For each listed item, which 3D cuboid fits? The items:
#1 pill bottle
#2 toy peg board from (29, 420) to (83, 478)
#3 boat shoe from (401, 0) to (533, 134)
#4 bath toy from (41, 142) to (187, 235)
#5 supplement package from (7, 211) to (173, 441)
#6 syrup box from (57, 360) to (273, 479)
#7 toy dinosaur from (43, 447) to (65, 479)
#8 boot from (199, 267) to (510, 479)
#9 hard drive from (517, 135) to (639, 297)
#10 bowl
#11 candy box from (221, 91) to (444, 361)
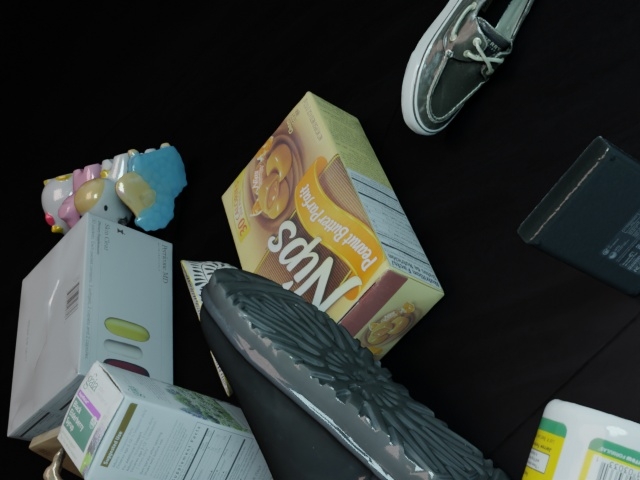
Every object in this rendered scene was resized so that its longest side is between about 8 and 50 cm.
[{"bbox_3d":[0.185,0.228,0.703,0.117,0.117,0.208,10,79,55],"label":"pill bottle"},{"bbox_3d":[-0.249,0.248,1.253,0.161,0.160,0.079,-27,35,43],"label":"toy peg board"},{"bbox_3d":[0.157,-0.207,1.027,0.070,0.077,0.219,31,94,57],"label":"boat shoe"},{"bbox_3d":[-0.346,-0.059,1.585,0.348,0.151,0.129,-8,98,53],"label":"bath toy"},{"bbox_3d":[-0.321,0.134,1.412,0.204,0.145,0.262,-38,44,36],"label":"supplement package"},{"bbox_3d":[-0.142,0.214,1.044,0.093,0.236,0.096,28,93,55],"label":"syrup box"},{"bbox_3d":[-0.214,0.325,1.055,0.200,0.296,0.127,40,84,11],"label":"toy dinosaur"},{"bbox_3d":[-0.080,0.300,0.922,0.367,0.146,0.445,41,108,31],"label":"boot"},{"bbox_3d":[0.228,-0.014,0.769,0.094,0.135,0.022,-52,37,20],"label":"hard drive"},{"bbox_3d":[-0.100,0.090,1.174,0.080,0.170,0.170,-20,39,-9],"label":"bowl"},{"bbox_3d":[0.000,0.000,1.109,0.183,0.087,0.316,-49,39,24],"label":"candy box"}]
